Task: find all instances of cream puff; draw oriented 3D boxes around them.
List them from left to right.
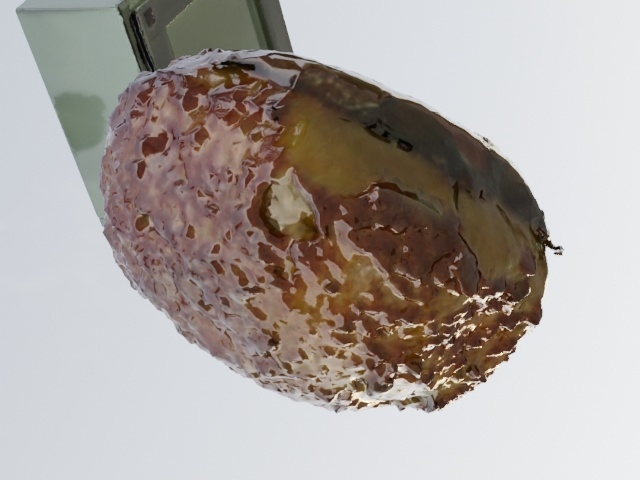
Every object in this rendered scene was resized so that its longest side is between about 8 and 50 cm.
[{"bbox_3d":[0.001,0.000,0.640,0.240,0.240,0.164,39,-110,-41],"label":"cream puff"}]

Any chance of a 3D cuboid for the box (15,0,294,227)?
[{"bbox_3d":[-0.128,-0.161,1.133,0.225,0.117,0.225,-56,-39,-43],"label":"box"}]
